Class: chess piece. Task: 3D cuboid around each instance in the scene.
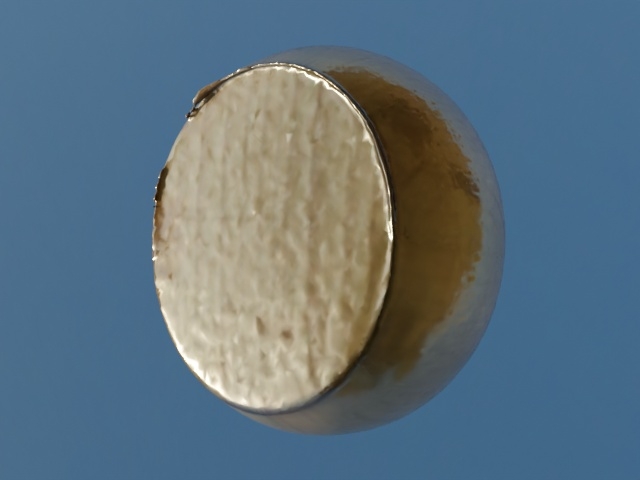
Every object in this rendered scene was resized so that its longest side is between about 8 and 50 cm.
[{"bbox_3d":[0.000,0.000,0.376,0.038,0.083,0.084,-2,-114,-46],"label":"chess piece"}]
